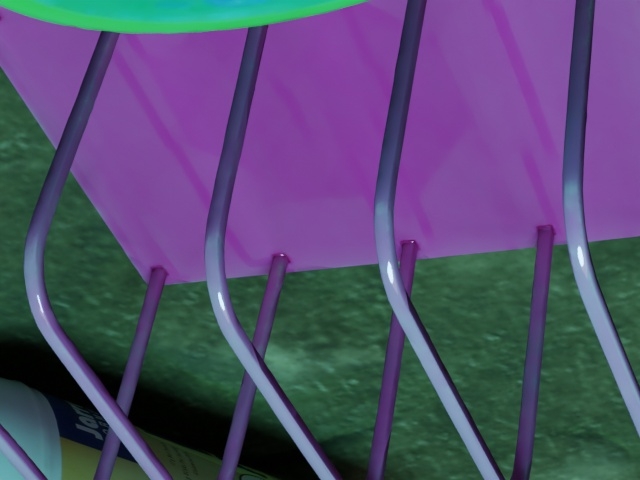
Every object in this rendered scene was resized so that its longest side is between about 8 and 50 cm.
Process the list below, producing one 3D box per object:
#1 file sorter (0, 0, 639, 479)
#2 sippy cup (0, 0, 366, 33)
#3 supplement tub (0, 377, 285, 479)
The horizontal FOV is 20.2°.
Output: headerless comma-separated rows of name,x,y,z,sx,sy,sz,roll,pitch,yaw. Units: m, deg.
file sorter,0.000,0.000,0.745,0.291,0.182,0.202,-6,139,22
sippy cup,-0.025,-0.210,0.509,0.240,0.224,0.305,-17,162,3
supplement tub,-0.137,0.205,0.959,0.316,0.228,0.228,24,130,-27
